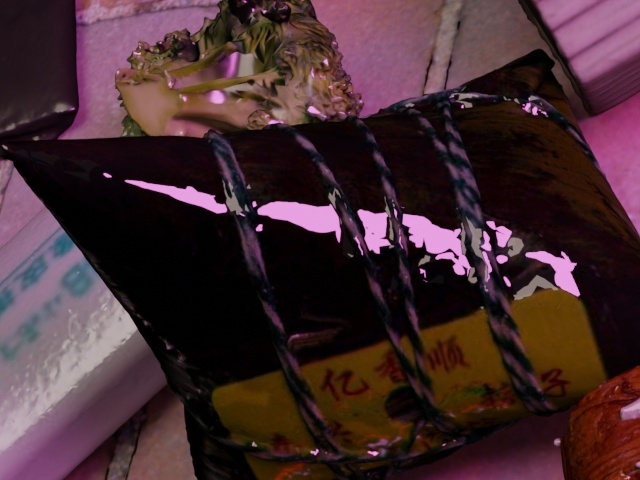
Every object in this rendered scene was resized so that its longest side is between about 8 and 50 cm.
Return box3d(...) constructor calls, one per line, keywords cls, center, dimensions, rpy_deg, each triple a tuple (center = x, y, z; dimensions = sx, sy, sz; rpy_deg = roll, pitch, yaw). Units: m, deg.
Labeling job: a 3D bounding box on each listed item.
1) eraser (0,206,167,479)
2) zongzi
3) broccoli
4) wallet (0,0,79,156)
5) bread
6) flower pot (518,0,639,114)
box3d(cls="eraser", center=(-0.221, 0.092, 1.256), dimensions=(0.290, 0.104, 0.189), rpy_deg=(-43, 52, 0))
box3d(cls="zongzi", center=(0.000, 0.000, 1.024), dimensions=(0.383, 0.362, 0.319), rpy_deg=(-34, 37, 6))
box3d(cls="broccoli", center=(-0.065, -0.097, 1.238), dimensions=(0.226, 0.176, 0.198), rpy_deg=(36, 106, 12))
box3d(cls="wallet", center=(-0.315, -0.224, 1.552), dimensions=(0.197, 0.051, 0.377), rpy_deg=(-19, 53, 15))
box3d(cls="bread", center=(0.216, 0.131, 0.943), dimensions=(0.160, 0.160, 0.073), rpy_deg=(-22, 47, 16))
box3d(cls="flower pot", center=(0.211, -0.227, 1.143), dimensions=(0.189, 0.239, 0.209), rpy_deg=(-32, 20, 10))
